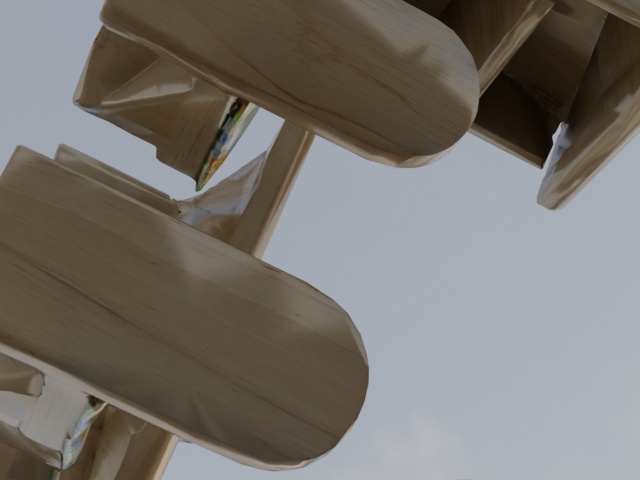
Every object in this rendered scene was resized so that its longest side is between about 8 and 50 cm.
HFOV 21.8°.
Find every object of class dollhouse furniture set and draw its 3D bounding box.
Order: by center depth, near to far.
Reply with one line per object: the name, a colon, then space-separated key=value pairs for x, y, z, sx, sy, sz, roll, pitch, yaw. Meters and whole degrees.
dollhouse furniture set: x=0.000 y=0.000 z=0.785 sx=0.256 sy=0.362 sz=0.394 roll=26 pitch=-119 yaw=-5
